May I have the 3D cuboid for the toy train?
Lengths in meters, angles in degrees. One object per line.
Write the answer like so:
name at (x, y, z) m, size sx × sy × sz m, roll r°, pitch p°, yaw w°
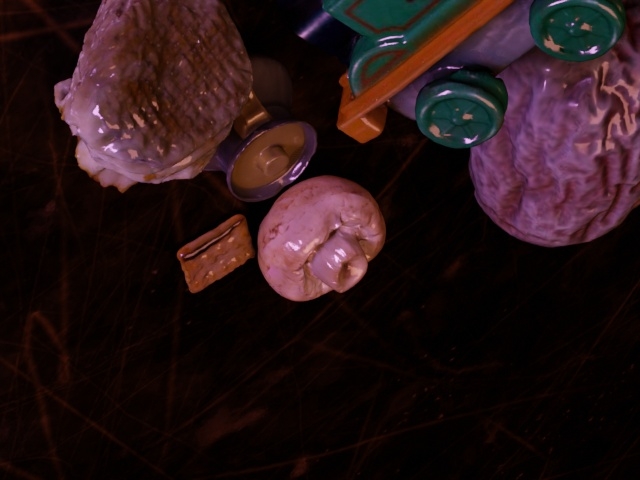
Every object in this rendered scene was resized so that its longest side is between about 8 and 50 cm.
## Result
toy train at (0.114, -0.243, 1.544) m, size 0.249 × 0.178 × 0.429 m, roll 29°, pitch 139°, yaw -24°

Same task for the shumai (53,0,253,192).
shumai at (-0.157, -0.135, 1.525) m, size 0.184 × 0.184 × 0.142 m, roll -6°, pitch 180°, yaw -44°

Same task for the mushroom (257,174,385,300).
mushroom at (0.000, 0.000, 1.878) m, size 0.148 × 0.112 × 0.148 m, roll -31°, pitch 143°, yaw -27°

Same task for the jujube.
jujube at (0.269, -0.137, 1.905) m, size 0.226 × 0.226 × 0.317 m, roll -25°, pitch 142°, yaw -23°

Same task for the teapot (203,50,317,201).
teapot at (-0.075, -0.115, 1.630) m, size 0.130 × 0.119 × 0.165 m, roll -34°, pitch 149°, yaw -11°

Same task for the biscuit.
biscuit at (-0.108, 0.014, 1.868) m, size 0.083 × 0.018 × 0.081 m, roll -33°, pitch 150°, yaw -11°
